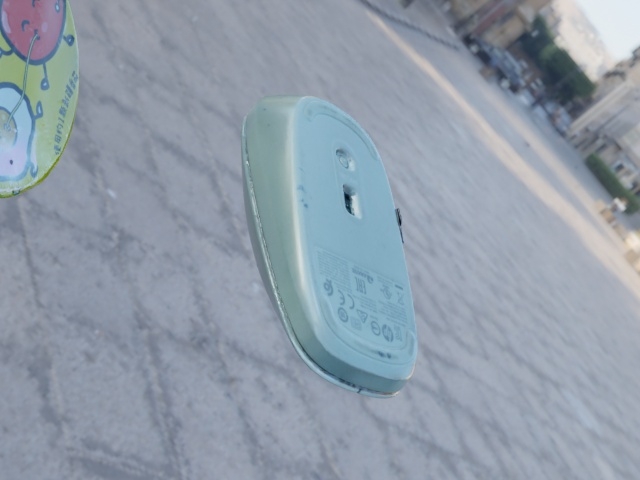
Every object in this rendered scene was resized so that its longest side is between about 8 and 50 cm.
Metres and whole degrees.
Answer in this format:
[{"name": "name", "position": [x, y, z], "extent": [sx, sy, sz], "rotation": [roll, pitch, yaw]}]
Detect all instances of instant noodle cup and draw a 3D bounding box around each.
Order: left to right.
[{"name": "instant noodle cup", "position": [-0.256, -0.113, 0.605], "extent": [0.182, 0.144, 0.182], "rotation": [-3, 90, -70]}]

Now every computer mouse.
[{"name": "computer mouse", "position": [-0.005, 0.002, 0.852], "extent": [0.159, 0.097, 0.288], "rotation": [26, 48, -46]}]
